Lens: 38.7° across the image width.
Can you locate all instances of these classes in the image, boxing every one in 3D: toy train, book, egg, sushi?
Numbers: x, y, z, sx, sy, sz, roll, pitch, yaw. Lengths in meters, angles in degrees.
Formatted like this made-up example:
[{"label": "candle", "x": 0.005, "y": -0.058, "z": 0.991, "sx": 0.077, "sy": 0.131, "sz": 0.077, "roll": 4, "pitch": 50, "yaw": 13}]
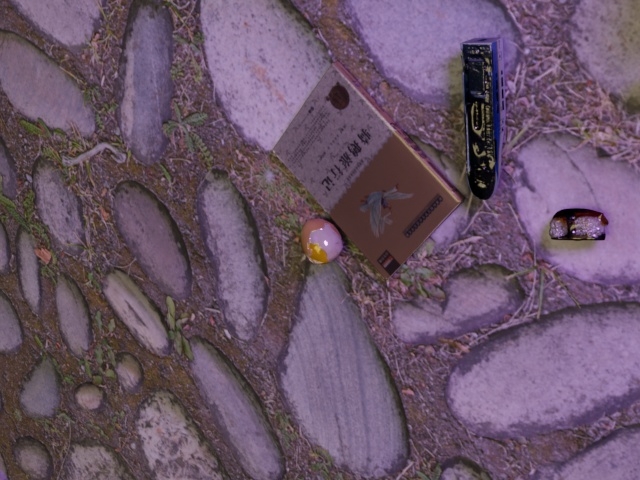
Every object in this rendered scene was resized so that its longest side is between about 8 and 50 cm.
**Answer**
[{"label": "toy train", "x": 0.241, "y": -0.176, "z": 1.330, "sx": 0.052, "sy": 0.051, "sz": 0.233, "roll": 9, "pitch": 116, "yaw": 35}, {"label": "book", "x": 0.069, "y": -0.112, "z": 1.505, "sx": 0.310, "sy": 0.021, "sz": 0.217, "roll": 49, "pitch": 129, "yaw": 12}, {"label": "egg", "x": 0.000, "y": 0.000, "z": 1.569, "sx": 0.071, "sy": 0.071, "sz": 0.083, "roll": -36, "pitch": 83, "yaw": 40}, {"label": "sushi", "x": 0.371, "y": -0.023, "z": 1.305, "sx": 0.083, "sy": 0.044, "sz": 0.045, "roll": 0, "pitch": 86, "yaw": 35}]
